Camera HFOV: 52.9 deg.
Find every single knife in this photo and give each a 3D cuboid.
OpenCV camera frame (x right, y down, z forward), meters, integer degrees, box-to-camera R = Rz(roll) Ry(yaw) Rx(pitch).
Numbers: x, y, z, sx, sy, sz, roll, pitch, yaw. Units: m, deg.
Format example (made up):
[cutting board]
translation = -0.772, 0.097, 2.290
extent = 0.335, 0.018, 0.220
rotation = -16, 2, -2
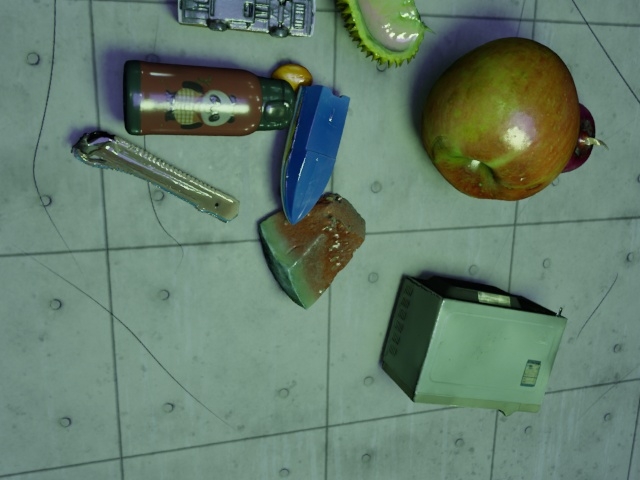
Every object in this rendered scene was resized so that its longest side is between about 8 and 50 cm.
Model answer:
[knife]
translation = -0.331, -0.132, 1.341
extent = 0.365, 0.043, 0.089
rotation = 26, 128, -25

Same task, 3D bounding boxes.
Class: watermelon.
[watermelon]
translation = 0.000, 0.000, 1.453
extent = 0.257, 0.140, 0.193
rotation = -34, 120, -15

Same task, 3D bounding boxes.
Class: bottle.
[bottle]
translation = -0.218, -0.281, 1.285
extent = 0.336, 0.144, 0.144
rotation = -3, 105, -20

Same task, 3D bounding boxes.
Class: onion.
[onion]
translation = 0.583, -0.249, 1.549
extent = 0.177, 0.153, 0.177
rotation = -1, 99, -9

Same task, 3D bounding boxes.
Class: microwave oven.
[microwave oven]
translation = 0.364, 0.247, 1.570
extent = 0.355, 0.218, 0.286
rotation = 9, 100, -20

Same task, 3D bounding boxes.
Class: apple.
[apple]
translation = 0.392, -0.261, 1.390
extent = 0.340, 0.339, 0.339
rotation = -5, 105, -17

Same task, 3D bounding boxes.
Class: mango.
[mango]
translation = -0.061, -0.345, 1.367
extent = 0.089, 0.046, 0.060
rotation = 0, 105, -16

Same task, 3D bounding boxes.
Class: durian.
[durian]
translation = 0.115, -0.497, 1.295
extent = 0.169, 0.158, 0.352
rotation = -17, 136, 16

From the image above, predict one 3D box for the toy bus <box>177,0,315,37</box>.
[toy bus]
translation = -0.149, -0.454, 1.278
extent = 0.268, 0.106, 0.092
rotation = 0, 104, -16

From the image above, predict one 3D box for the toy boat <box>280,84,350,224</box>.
[toy boat]
translation = -0.027, -0.178, 1.382
extent = 0.129, 0.088, 0.295
rotation = 11, 95, -45
